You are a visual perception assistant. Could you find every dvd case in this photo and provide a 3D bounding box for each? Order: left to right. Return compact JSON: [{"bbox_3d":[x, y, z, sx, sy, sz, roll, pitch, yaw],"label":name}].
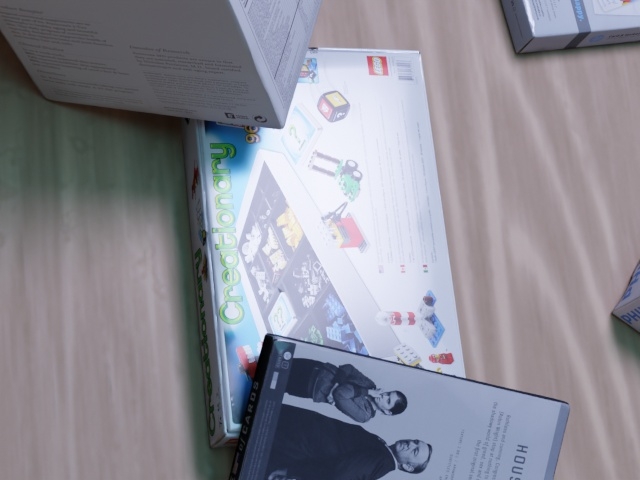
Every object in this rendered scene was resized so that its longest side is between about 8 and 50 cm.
[{"bbox_3d":[0.052,0.178,1.164,0.238,0.029,0.179,14,88,-19],"label":"dvd case"}]

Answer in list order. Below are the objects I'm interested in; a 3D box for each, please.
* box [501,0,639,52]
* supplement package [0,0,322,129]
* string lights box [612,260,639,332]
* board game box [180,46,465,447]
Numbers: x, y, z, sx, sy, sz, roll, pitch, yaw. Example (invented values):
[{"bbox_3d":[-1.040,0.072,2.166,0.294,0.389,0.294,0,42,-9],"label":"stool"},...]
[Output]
[{"bbox_3d":[0.240,-0.243,1.410,0.186,0.038,0.145,-7,75,-22],"label":"box"},{"bbox_3d":[-0.120,-0.236,1.123,0.199,0.263,0.198,8,66,16],"label":"supplement package"},{"bbox_3d":[0.385,0.074,1.329,0.259,0.077,0.133,35,66,-5],"label":"string lights box"},{"bbox_3d":[0.000,0.000,1.233,0.193,0.053,0.305,0,72,-18],"label":"board game box"}]
